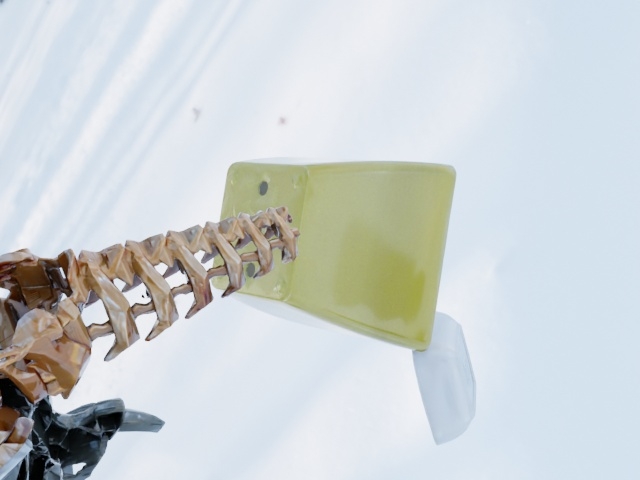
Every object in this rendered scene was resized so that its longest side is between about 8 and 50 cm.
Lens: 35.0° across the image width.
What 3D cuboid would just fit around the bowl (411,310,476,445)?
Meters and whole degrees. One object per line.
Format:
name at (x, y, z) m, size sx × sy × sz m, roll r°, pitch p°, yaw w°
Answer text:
bowl at (0.155, 0.162, 1.247) m, size 0.053 × 0.142 × 0.142 m, roll -13°, pitch 16°, yaw 14°

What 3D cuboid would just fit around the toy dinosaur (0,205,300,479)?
toy dinosaur at (-0.150, 0.097, 0.405) m, size 0.322 × 0.218 × 0.164 m, roll -18°, pitch 50°, yaw 12°

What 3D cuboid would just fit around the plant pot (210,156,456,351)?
plant pot at (0.000, 0.000, 1.143) m, size 0.212 × 0.187 × 0.212 m, roll 8°, pitch 88°, yaw 48°
